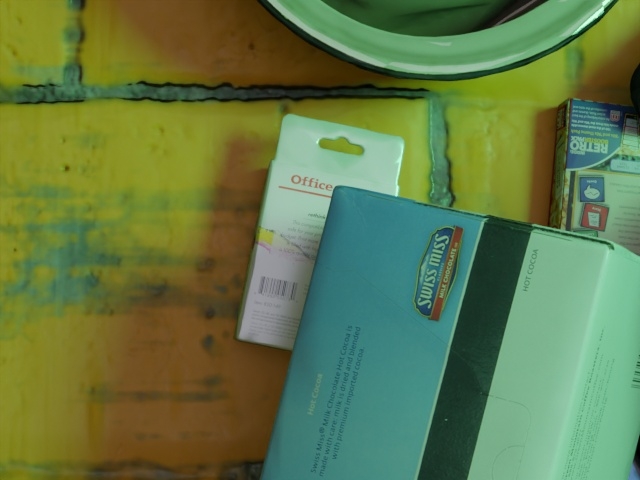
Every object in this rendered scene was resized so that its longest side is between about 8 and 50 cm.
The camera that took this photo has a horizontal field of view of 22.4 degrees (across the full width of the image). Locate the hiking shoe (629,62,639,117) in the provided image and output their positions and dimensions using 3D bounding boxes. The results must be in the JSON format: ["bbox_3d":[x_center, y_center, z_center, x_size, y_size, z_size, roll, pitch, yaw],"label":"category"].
[{"bbox_3d":[0.382,-0.207,1.427,0.304,0.132,0.113,-37,127,-9],"label":"hiking shoe"}]

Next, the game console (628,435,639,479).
[{"bbox_3d":[0.290,0.258,1.340,0.250,0.173,0.293,-26,87,-7],"label":"game console"}]

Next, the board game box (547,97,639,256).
[{"bbox_3d":[0.277,-0.021,1.428,0.146,0.045,0.194,7,84,-5],"label":"board game box"}]

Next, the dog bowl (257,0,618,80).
[{"bbox_3d":[0.087,-0.327,1.389,0.407,0.150,0.408,1,84,-6],"label":"dog bowl"}]

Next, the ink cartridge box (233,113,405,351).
[{"bbox_3d":[0.000,0.000,1.392,0.115,0.067,0.198,12,85,-4],"label":"ink cartridge box"}]

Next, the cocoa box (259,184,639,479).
[{"bbox_3d":[0.107,0.156,1.258,0.228,0.231,0.347,14,89,26],"label":"cocoa box"}]
